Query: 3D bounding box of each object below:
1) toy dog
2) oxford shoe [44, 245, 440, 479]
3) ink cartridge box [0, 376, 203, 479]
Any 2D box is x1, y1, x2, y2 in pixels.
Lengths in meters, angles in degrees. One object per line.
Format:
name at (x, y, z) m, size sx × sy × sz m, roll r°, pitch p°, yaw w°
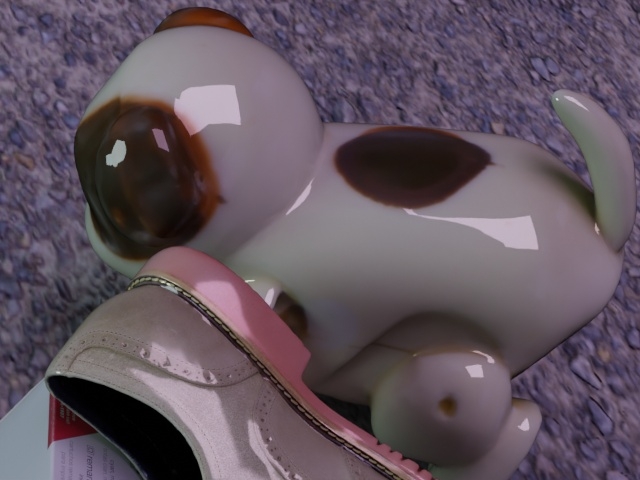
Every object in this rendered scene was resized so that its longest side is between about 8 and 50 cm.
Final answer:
toy dog at (0.000, 0.000, 1.237) m, size 0.407 × 0.395 × 0.285 m, roll 27°, pitch 49°, yaw -9°
oxford shoe at (-0.017, 0.190, 1.042) m, size 0.397 × 0.140 × 0.146 m, roll 44°, pitch 52°, yaw 7°
ink cartridge box at (-0.142, 0.197, 1.107) m, size 0.176 × 0.127 × 0.128 m, roll 27°, pitch 36°, yaw -30°
